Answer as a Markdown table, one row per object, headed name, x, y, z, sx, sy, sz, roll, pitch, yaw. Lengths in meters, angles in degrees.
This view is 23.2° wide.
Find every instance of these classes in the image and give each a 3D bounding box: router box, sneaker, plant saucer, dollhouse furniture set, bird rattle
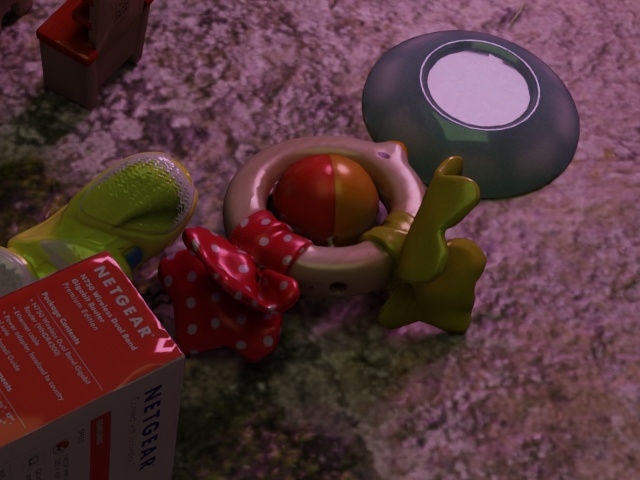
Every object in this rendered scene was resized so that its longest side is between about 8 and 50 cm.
| name | x | y | z | sx | sy | sz | roll | pitch | yaw |
| --- | --- | --- | --- | --- | --- | --- | --- | --- | --- |
| router box | -0.232 | 0.189 | 0.874 | 0.301 | 0.335 | 0.082 | -26 | 61 | -27 |
| sneaker | -0.192 | 0.023 | 1.172 | 0.240 | 0.126 | 0.091 | -33 | 91 | 0 |
| plant saucer | 0.135 | -0.123 | 1.354 | 0.195 | 0.037 | 0.195 | 5 | 53 | -6 |
| dollhouse furniture set | -0.271 | -0.233 | 1.309 | 0.259 | 0.135 | 0.262 | 28 | 54 | 12 |
| bird rattle | 0.000 | 0.000 | 1.217 | 0.253 | 0.143 | 0.207 | -9 | 42 | 0 |
